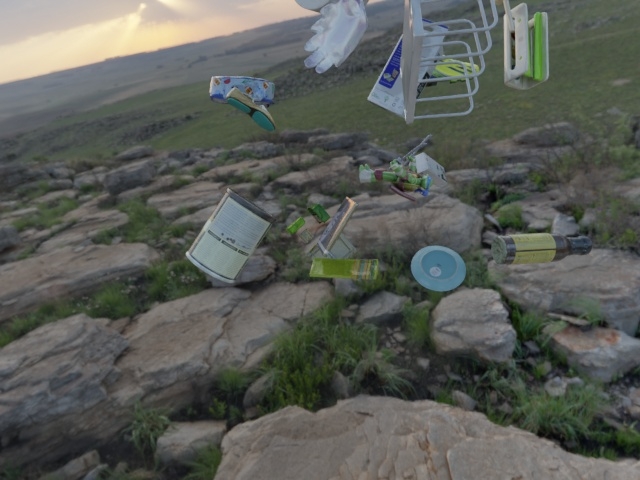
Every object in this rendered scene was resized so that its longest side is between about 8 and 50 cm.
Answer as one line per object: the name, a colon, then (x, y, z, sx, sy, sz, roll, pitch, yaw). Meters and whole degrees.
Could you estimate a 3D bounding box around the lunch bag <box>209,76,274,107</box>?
lunch bag: (-0.357, -0.680, 1.948, 0.303, 0.115, 0.243, 2, 10, -16)

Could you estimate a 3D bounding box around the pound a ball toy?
pound a ball toy: (0.724, -0.748, 1.574, 0.208, 0.319, 0.136, 4, -7, -26)

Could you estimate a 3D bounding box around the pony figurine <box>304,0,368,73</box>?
pony figurine: (0.030, -0.634, 0.977, 0.351, 0.303, 0.363, -32, 39, 29)

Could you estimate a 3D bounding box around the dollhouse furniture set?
dollhouse furniture set: (0.000, 0.000, 1.975, 0.197, 0.301, 0.151, -41, 8, -8)

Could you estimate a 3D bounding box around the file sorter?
file sorter: (0.284, -0.443, 0.981, 0.173, 0.277, 0.192, -4, 67, 7)

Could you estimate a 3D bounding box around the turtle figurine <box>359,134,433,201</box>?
turtle figurine: (0.289, -0.292, 1.593, 0.266, 0.274, 0.197, 2, 44, 20)

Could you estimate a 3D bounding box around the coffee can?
coffee can: (-0.314, -0.017, 1.488, 0.275, 0.201, 0.201, -56, 36, 2)

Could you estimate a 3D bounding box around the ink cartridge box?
ink cartridge box: (0.324, -0.628, 1.537, 0.165, 0.332, 0.065, 38, 17, 29)

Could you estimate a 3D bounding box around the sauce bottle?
sauce bottle: (0.789, 0.028, 1.500, 0.344, 0.111, 0.111, -1, 27, -8)

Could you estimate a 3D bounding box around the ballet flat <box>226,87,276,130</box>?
ballet flat: (-0.269, -0.537, 1.712, 0.080, 0.232, 0.073, -17, 49, 52)

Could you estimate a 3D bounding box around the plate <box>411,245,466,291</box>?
plate: (0.413, 0.090, 1.472, 0.188, 0.024, 0.188, -2, 55, 3)

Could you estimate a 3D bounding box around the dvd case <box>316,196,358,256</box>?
dvd case: (0.059, -0.056, 1.558, 0.221, 0.018, 0.164, -59, 15, 7)

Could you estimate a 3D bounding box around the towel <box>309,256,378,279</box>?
towel: (0.085, 0.098, 1.497, 0.237, 0.021, 0.102, 2, 35, 11)

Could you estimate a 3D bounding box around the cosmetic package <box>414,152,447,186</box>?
cosmetic package: (0.566, -0.358, 2.150, 0.060, 0.098, 0.239, -23, -24, 34)

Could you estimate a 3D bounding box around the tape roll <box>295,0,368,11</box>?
tape roll: (0.037, -0.851, 1.336, 0.246, 0.246, 0.169, 13, 20, 39)

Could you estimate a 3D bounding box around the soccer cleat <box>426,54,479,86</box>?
soccer cleat: (0.496, -0.675, 1.645, 0.289, 0.121, 0.093, -12, 19, -14)
